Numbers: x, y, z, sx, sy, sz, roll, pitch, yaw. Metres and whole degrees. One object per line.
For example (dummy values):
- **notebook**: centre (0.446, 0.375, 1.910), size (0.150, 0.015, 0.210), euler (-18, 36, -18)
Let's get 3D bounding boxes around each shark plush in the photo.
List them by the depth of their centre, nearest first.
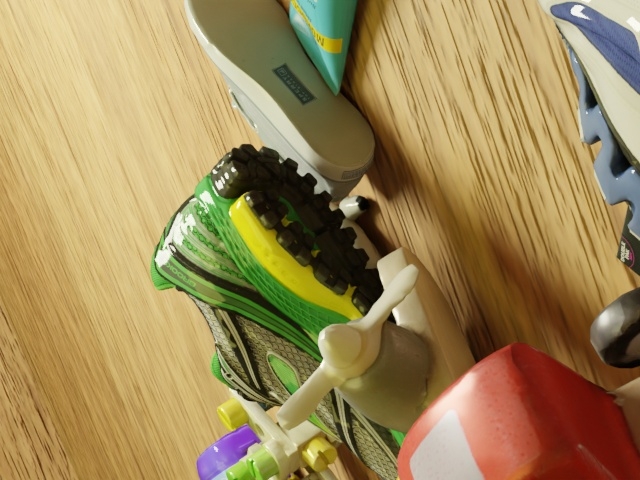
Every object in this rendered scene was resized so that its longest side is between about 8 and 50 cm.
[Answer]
- **shark plush**: centre (0.000, 0.000, 1.113), size (0.067, 0.073, 0.161), euler (43, 164, -33)

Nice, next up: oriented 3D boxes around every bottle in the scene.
- **bottle**: centre (-0.042, 0.354, 1.477), size (0.282, 0.092, 0.118), euler (60, 154, 11)

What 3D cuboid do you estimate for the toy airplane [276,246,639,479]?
- **toy airplane**: centre (0.115, 0.207, 0.753), size (0.386, 0.272, 0.384), euler (-116, 6, -79)

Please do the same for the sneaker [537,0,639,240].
- **sneaker**: centre (0.150, -0.142, 0.559), size (0.315, 0.127, 0.182), euler (57, 168, 1)

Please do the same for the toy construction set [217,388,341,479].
- **toy construction set**: centre (0.016, 0.280, 1.246), size (0.215, 0.151, 0.327), euler (102, 147, -56)

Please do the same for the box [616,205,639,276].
- **box**: centre (0.212, 0.002, 0.690), size (0.083, 0.052, 0.062), euler (46, 148, 37)

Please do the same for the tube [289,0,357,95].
- **tube**: centre (0.005, -0.195, 0.930), size (0.207, 0.052, 0.080), euler (100, 147, -62)

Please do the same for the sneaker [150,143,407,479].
- **sneaker**: centre (0.009, 0.093, 0.991), size (0.146, 0.134, 0.343), euler (-41, 87, 28)

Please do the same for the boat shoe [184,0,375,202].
- **boat shoe**: centre (-0.044, -0.123, 1.046), size (0.227, 0.079, 0.081), euler (52, 149, 18)
